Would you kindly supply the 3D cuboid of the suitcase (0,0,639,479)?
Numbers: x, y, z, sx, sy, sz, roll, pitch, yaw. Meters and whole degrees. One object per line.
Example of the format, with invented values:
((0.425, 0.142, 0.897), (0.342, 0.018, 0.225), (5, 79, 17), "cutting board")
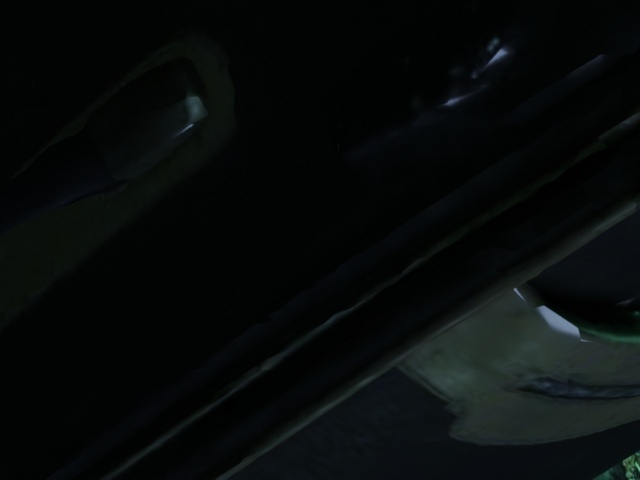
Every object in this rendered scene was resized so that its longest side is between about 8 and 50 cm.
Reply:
((0.000, 0.000, 0.517), (0.434, 0.194, 0.283), (-38, 163, 35), "suitcase")
